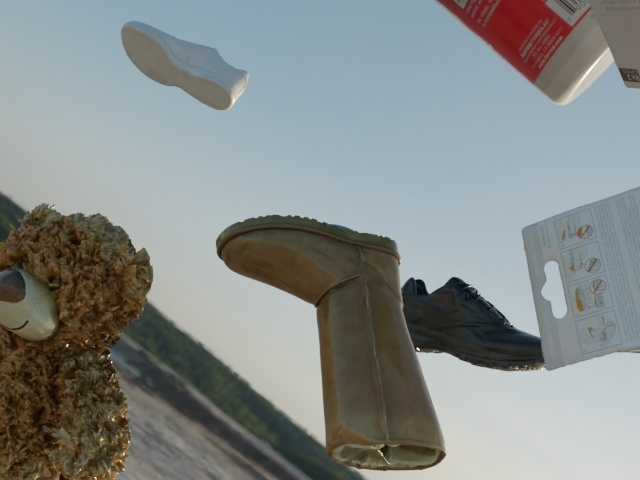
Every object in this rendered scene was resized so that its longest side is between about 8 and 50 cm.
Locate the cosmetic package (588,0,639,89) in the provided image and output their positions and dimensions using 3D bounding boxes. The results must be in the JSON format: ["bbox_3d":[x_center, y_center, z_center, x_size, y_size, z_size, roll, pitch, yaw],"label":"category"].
[{"bbox_3d":[0.451,-0.286,1.056,0.151,0.183,0.151,58,-12,-22],"label":"cosmetic package"}]

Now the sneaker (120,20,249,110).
[{"bbox_3d":[-0.213,-0.290,1.420,0.212,0.094,0.080,32,-39,-2],"label":"sneaker"}]

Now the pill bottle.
[{"bbox_3d":[0.285,-0.413,1.332,0.407,0.229,0.229,44,-11,11],"label":"pill bottle"}]

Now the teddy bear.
[{"bbox_3d":[-0.251,0.139,0.744,0.113,0.338,0.245,9,33,-39],"label":"teddy bear"}]

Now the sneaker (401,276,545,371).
[{"bbox_3d":[0.231,0.127,1.382,0.286,0.130,0.109,11,-5,30],"label":"sneaker"}]

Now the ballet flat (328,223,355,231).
[{"bbox_3d":[0.000,0.000,1.512,0.168,0.057,0.052,12,-37,34],"label":"ballet flat"}]

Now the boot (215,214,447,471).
[{"bbox_3d":[0.008,0.106,0.965,0.236,0.270,0.089,5,-37,-16],"label":"boot"}]

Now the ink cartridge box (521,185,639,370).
[{"bbox_3d":[0.267,0.029,0.738,0.179,0.146,0.045,-22,-37,29],"label":"ink cartridge box"}]
